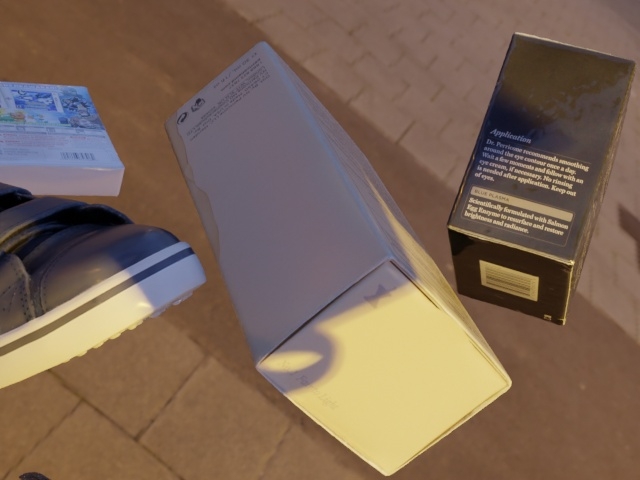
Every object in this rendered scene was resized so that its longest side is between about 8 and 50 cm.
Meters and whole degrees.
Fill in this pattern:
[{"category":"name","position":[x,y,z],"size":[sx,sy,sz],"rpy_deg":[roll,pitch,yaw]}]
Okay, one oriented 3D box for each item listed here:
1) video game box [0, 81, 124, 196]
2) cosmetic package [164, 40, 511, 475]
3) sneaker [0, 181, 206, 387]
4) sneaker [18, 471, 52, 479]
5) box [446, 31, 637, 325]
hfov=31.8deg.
[{"category":"video game box","position":[-0.343,-0.117,1.254],"size":[0.205,0.048,0.187],"rpy_deg":[0,37,-27]},{"category":"cosmetic package","position":[0.000,0.000,0.818],"size":[0.160,0.113,0.309],"rpy_deg":[45,11,-36]},{"category":"sneaker","position":[-0.208,0.024,0.689],"size":[0.126,0.321,0.128],"rpy_deg":[-30,98,-49]},{"category":"sneaker","position":[-0.222,0.251,1.049],"size":[0.170,0.051,0.089],"rpy_deg":[9,-5,16]},{"category":"box","position":[0.162,-0.040,0.828],"size":[0.093,0.158,0.156],"rpy_deg":[17,-16,15]}]
